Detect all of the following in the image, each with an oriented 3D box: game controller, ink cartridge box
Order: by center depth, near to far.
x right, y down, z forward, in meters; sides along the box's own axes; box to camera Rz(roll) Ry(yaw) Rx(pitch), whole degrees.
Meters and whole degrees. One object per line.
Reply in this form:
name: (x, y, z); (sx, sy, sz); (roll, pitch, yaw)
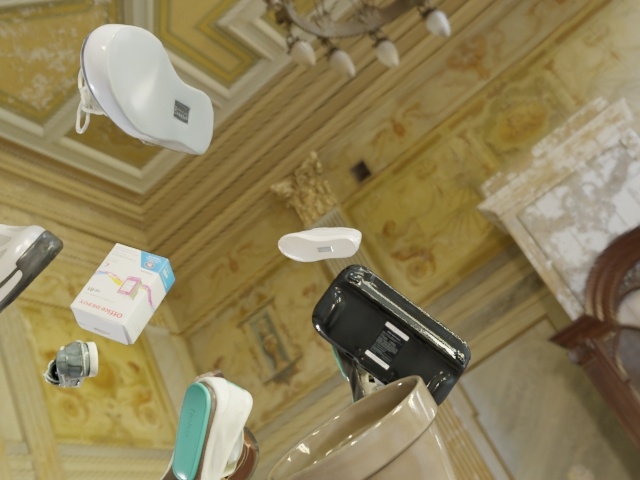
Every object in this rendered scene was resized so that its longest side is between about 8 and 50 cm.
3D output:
ink cartridge box: (-0.274, 0.074, 1.107); (0.052, 0.088, 0.122); (85, -154, -51)
game controller: (0.141, 0.192, 1.575); (0.166, 0.319, 0.067); (-53, 1, -2)

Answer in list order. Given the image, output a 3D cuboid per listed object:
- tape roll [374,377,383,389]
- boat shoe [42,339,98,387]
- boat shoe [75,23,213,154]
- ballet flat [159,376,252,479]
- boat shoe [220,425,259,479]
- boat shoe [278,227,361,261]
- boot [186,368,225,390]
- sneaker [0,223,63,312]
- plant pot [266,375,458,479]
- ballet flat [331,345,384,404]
tape roll: (0.129, 0.224, 1.903); (0.169, 0.246, 0.246); (-43, -30, 0)
boat shoe: (-0.628, 0.304, 1.948); (0.099, 0.116, 0.319); (-3, -11, -30)
boat shoe: (-0.279, -0.208, 1.120); (0.156, 0.136, 0.367); (7, -2, 11)
ballet flat: (-0.213, 0.430, 1.387); (0.139, 0.139, 0.400); (12, -80, -49)
boat shoe: (-0.266, 0.576, 1.933); (0.120, 0.122, 0.324); (-11, -35, -51)
boat shoe: (0.000, 0.000, 1.705); (0.184, 0.063, 0.066); (-8, -64, 26)
boot: (-0.230, 0.336, 1.712); (0.087, 0.118, 0.042); (-35, 15, -8)
sneaker: (-0.625, 0.007, 1.287); (0.447, 0.169, 0.257); (-17, -60, 39)
plant pot: (0.115, 0.438, 1.383); (0.323, 0.280, 0.323); (-34, -2, -1)
ballet flat: (0.099, 0.291, 1.633); (0.096, 0.280, 0.095); (-23, -18, 23)
